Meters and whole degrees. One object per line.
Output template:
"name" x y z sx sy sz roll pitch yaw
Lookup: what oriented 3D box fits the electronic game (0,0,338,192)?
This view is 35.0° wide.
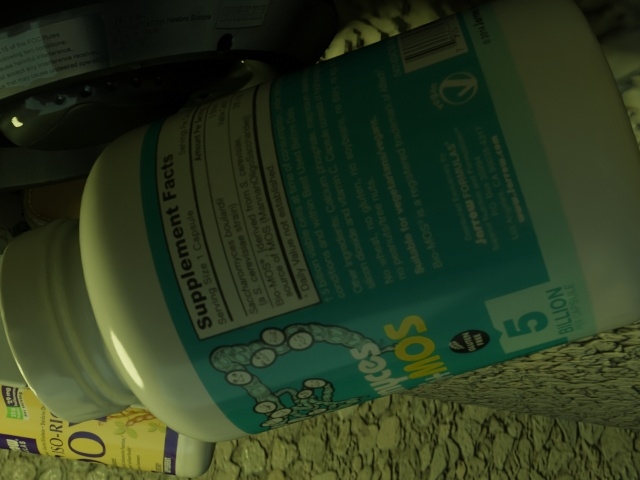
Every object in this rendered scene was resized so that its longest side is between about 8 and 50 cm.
"electronic game" -0.102 -0.070 0.458 0.229 0.048 0.229 -17 176 -1

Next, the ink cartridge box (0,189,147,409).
"ink cartridge box" -0.199 0.038 0.841 0.272 0.114 0.197 13 -164 -19

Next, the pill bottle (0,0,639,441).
"pill bottle" 0.000 0.000 0.443 0.264 0.146 0.146 -18 161 11

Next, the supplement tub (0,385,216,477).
"supplement tub" -0.271 0.129 1.161 0.331 0.241 0.241 9 167 -2

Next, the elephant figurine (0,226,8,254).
"elephant figurine" -0.331 -0.069 0.614 0.239 0.186 0.169 18 -151 8

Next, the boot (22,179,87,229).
"boot" -0.116 -0.042 0.684 0.213 0.077 0.165 3 167 4
